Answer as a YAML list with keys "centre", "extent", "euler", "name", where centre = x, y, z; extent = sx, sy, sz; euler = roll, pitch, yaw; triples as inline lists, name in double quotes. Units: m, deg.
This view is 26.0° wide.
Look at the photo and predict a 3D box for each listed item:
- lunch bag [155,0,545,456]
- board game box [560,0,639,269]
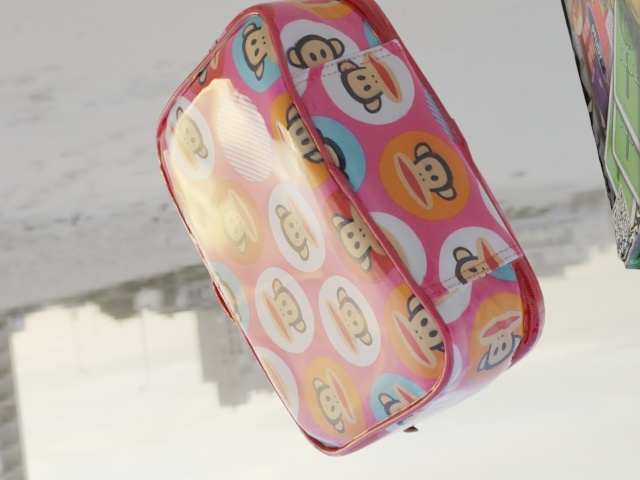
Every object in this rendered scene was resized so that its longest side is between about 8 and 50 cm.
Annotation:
- centre: [0.000, 0.000, 0.965]
  extent: [0.120, 0.293, 0.258]
  euler: [-21, 168, -36]
  name: "lunch bag"
- centre: [0.069, -0.138, 0.338]
  extent: [0.030, 0.260, 0.136]
  euler: [-5, 151, -4]
  name: "board game box"
